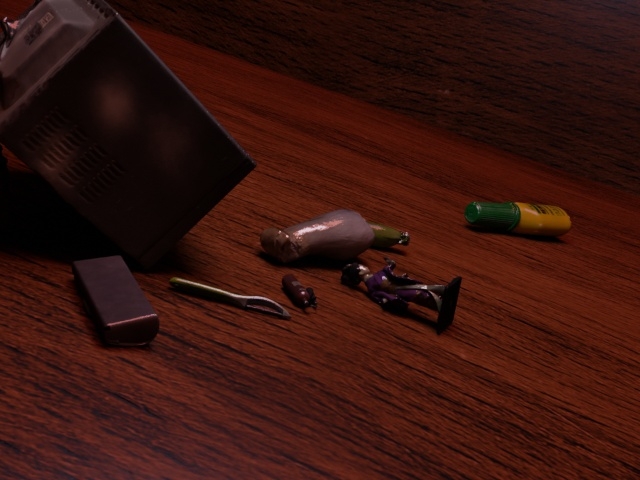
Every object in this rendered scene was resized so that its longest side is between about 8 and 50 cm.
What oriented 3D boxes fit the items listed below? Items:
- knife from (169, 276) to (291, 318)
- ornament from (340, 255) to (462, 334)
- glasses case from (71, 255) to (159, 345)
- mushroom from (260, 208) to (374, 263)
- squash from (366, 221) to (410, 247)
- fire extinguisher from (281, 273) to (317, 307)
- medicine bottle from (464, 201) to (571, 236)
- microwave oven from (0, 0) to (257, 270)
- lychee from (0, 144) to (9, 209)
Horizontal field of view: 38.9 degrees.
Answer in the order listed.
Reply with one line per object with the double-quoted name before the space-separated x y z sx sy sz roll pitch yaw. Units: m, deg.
"knife" -0.129 0.082 1.313 0.184 0.022 0.026 16 43 -6
"ornament" 0.126 0.069 1.478 0.203 0.081 0.088 23 18 22
"glasses case" -0.269 0.075 1.175 0.072 0.042 0.190 -1 24 -27
"mushroom" 0.000 0.000 1.584 0.116 0.093 0.225 2 14 41
"squash" 0.086 -0.017 1.757 0.183 0.052 0.052 11 18 -14
"fire extinguisher" -0.025 0.086 1.397 0.046 0.032 0.100 46 0 -32
"medicine bottle" 0.470 -0.053 2.173 0.308 0.076 0.111 2 15 -35
"microwave oven" -0.345 -0.212 1.427 0.374 0.236 0.432 48 -2 -32
"lychee" -0.506 -0.087 1.226 0.188 0.188 0.188 15 17 -5
